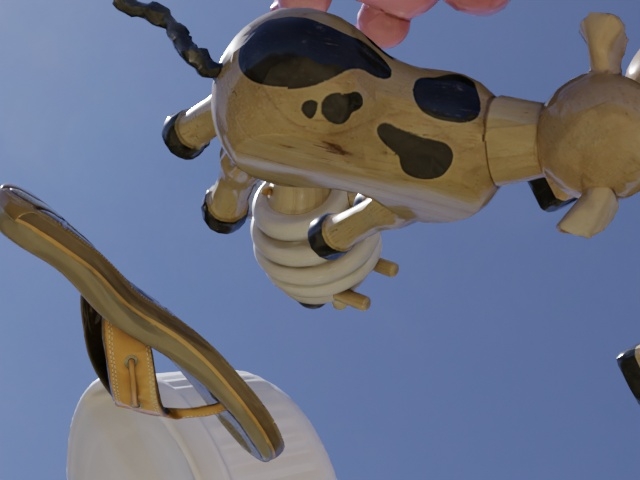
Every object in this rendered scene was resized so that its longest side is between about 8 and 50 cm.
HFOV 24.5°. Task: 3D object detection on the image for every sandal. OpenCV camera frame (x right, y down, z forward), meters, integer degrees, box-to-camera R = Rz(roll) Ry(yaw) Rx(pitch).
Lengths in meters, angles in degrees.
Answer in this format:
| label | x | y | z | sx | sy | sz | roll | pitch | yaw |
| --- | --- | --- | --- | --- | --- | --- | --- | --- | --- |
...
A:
| label | x | y | z | sx | sy | sz | roll | pitch | yaw |
| --- | --- | --- | --- | --- | --- | --- | --- | --- | --- |
| sandal | -0.089 | 0.046 | 0.665 | 0.049 | 0.072 | 0.180 | -49 | -63 | -7 |

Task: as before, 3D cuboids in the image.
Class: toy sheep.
| label | x | y | z | sx | sy | sz | roll | pitch | yaw |
| --- | --- | --- | --- | --- | --- | --- | --- | --- | --- |
| toy sheep | 0.000 | 0.000 | 0.934 | 0.091 | 0.091 | 0.132 | 0 | -48 | 16 |

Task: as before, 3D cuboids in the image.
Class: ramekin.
| label | x | y | z | sx | sy | sz | roll | pitch | yaw |
| --- | --- | --- | --- | --- | --- | --- | --- | --- | --- |
| ramekin | -0.087 | 0.224 | 1.156 | 0.127 | 0.273 | 0.273 | -11 | -42 | -32 |

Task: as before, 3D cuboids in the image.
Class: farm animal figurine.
| label | x | y | z | sx | sy | sz | roll | pitch | yaw |
| --- | --- | --- | --- | --- | --- | --- | --- | --- | --- |
| farm animal figurine | 0.137 | -0.060 | 0.593 | 0.327 | 0.330 | 0.172 | 49 | -31 | -2 |

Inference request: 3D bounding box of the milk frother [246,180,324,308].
| label | x | y | z | sx | sy | sz | roll | pitch | yaw |
| --- | --- | --- | --- | --- | --- | --- | --- | --- | --- |
| milk frother | -0.029 | -0.012 | 1.554 | 0.135 | 0.143 | 0.129 | 17 | -15 | -25 |
